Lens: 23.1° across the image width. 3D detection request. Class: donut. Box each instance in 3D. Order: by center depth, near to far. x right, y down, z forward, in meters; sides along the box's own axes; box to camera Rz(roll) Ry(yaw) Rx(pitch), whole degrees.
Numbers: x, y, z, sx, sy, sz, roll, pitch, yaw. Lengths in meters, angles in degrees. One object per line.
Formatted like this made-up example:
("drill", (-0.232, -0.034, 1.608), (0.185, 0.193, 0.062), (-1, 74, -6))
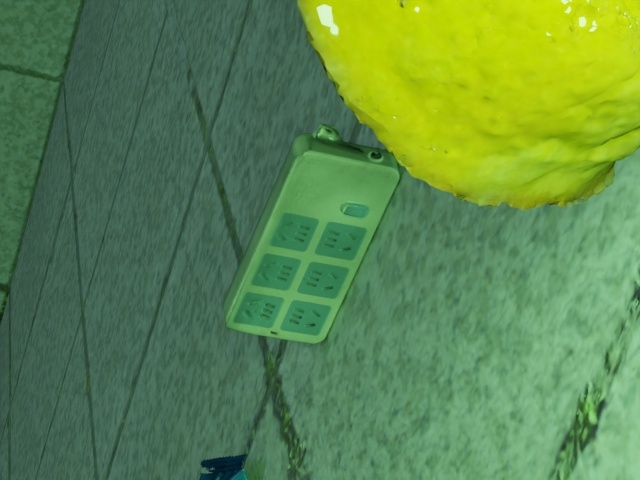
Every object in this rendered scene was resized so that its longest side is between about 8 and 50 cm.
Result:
("donut", (0.087, -0.158, 0.667), (0.108, 0.277, 0.277), (-27, 50, 42))

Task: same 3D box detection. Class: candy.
("candy", (-0.082, 0.248, 1.305), (0.088, 0.038, 0.136), (-17, 68, 56))

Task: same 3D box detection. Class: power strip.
("power strip", (-0.008, 0.001, 1.149), (0.035, 0.081, 0.192), (-99, 27, -49))
